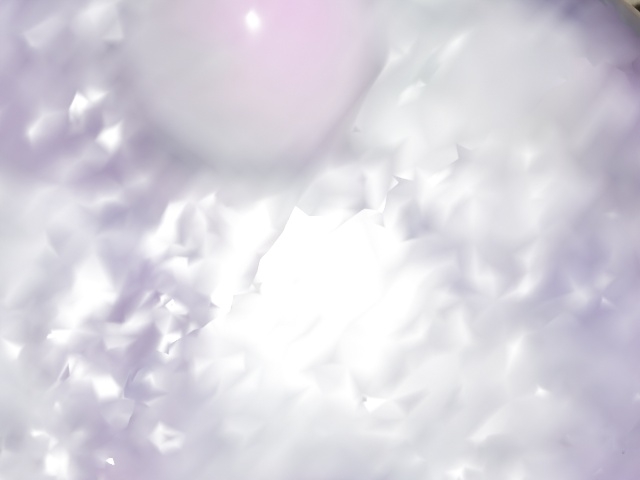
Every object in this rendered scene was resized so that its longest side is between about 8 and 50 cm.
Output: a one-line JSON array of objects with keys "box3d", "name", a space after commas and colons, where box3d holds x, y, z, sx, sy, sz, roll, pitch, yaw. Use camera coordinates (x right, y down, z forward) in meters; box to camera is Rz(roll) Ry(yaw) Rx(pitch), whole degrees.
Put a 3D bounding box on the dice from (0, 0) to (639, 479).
[{"box3d": [0.000, 0.000, 0.527, 0.270, 0.271, 0.270, 40, -167, -3], "name": "dice"}]
